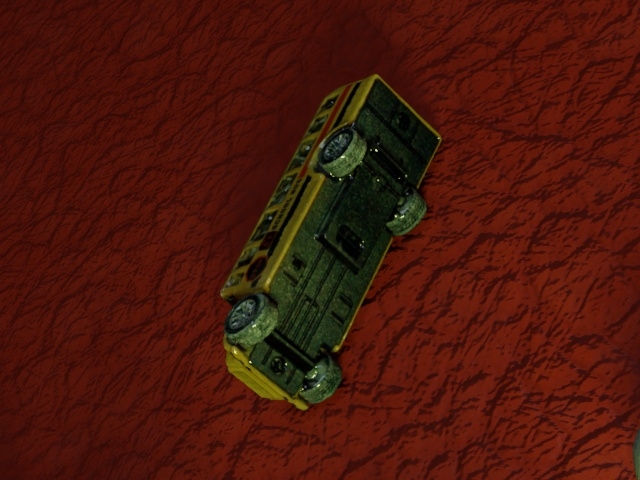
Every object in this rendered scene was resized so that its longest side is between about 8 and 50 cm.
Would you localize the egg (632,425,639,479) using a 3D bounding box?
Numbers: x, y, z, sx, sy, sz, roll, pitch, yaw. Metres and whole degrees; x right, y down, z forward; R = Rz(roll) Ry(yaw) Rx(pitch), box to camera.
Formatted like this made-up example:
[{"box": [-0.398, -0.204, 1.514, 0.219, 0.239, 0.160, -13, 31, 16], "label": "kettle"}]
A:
[{"box": [0.287, 0.159, 1.025, 0.131, 0.131, 0.164, -53, 15, -14], "label": "egg"}]

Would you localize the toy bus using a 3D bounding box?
[{"box": [0.000, 0.000, 1.448, 0.123, 0.121, 0.335, -7, 49, 50], "label": "toy bus"}]
